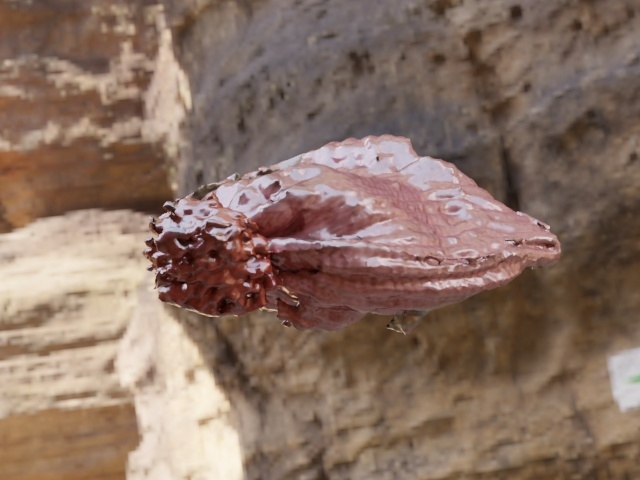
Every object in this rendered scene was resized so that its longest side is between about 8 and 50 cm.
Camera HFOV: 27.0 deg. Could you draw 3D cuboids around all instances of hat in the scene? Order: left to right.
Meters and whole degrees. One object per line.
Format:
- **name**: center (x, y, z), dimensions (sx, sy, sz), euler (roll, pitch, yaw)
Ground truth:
- **hat**: center (0.000, 0.000, 0.913), dimensions (0.237, 0.107, 0.286), euler (20, 24, 40)
